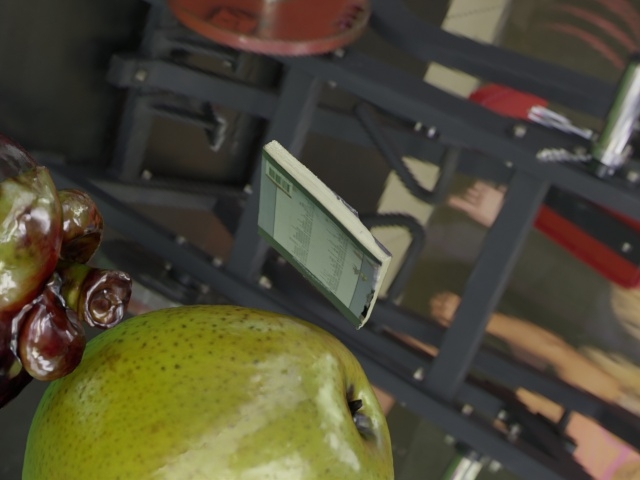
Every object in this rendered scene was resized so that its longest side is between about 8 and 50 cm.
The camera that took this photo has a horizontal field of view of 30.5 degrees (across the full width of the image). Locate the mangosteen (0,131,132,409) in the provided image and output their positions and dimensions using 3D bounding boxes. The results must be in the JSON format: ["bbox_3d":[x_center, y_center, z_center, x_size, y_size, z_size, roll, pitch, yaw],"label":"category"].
[{"bbox_3d":[-0.249,0.026,0.800,0.228,0.265,0.228,2,90,-74],"label":"mangosteen"}]

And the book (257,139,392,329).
[{"bbox_3d":[0.001,-0.001,1.174,0.026,0.157,0.231,-42,168,-16],"label":"book"}]

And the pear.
[{"bbox_3d":[-0.082,0.185,0.904,0.294,0.294,0.294,-43,151,-31],"label":"pear"}]
